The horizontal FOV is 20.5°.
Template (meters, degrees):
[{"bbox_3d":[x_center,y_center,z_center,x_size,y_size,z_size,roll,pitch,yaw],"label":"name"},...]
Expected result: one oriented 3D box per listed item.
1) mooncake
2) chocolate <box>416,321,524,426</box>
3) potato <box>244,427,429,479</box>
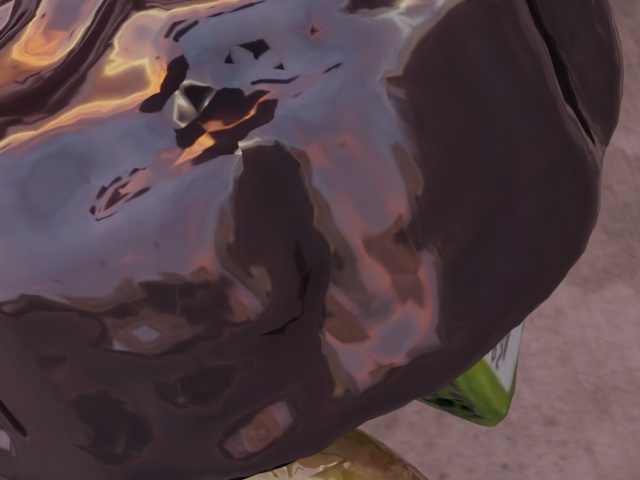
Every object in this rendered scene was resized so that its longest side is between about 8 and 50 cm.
[{"bbox_3d":[-0.044,-0.050,0.601,0.283,0.141,0.283,-21,32,14],"label":"mooncake"},{"bbox_3d":[0.000,0.000,1.336,0.289,0.301,0.137,17,72,24],"label":"chocolate"},{"bbox_3d":[-0.005,0.240,1.326,0.237,0.288,0.300,-7,69,-11],"label":"potato"}]
